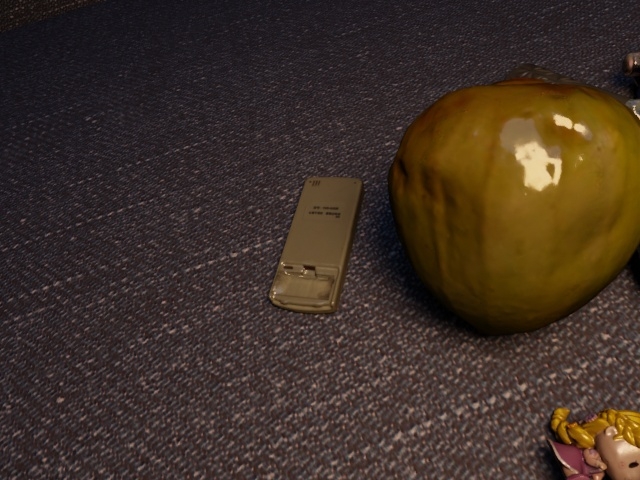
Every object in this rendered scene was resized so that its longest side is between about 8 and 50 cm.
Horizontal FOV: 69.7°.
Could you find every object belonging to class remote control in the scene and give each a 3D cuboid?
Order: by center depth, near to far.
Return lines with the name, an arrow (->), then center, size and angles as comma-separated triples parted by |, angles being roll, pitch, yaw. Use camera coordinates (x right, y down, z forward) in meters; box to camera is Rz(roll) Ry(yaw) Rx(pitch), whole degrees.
remote control -> 0.000, 0.000, 0.824 | 0.123, 0.038, 0.286 | 2, 54, 15

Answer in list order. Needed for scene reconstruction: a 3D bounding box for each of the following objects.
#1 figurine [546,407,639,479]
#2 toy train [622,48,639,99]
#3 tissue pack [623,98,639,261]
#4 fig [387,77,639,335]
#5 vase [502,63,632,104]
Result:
figurine -> 0.349, 0.230, 0.534 | 0.156, 0.095, 0.115 | -24, 27, 16
toy train -> 0.743, -0.301, 0.854 | 0.299, 0.131, 0.202 | -2, 59, 11
tissue pack -> 0.542, -0.058, 0.620 | 0.227, 0.103, 0.316 | -15, 86, 3
fig -> 0.260, -0.042, 0.624 | 0.343, 0.343, 0.344 | -6, 51, 7
vase -> 0.464, -0.221, 0.843 | 0.250, 0.156, 0.301 | -1, 39, -24
